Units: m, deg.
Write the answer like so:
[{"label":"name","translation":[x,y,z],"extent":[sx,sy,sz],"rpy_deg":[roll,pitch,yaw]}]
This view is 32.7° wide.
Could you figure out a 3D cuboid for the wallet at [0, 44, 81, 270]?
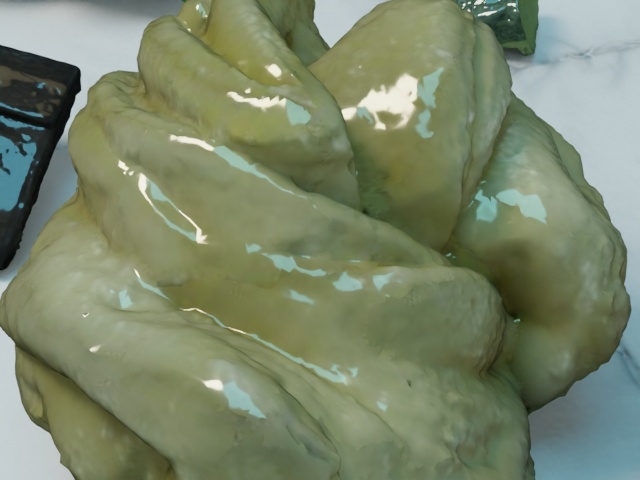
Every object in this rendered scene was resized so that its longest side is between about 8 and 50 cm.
[{"label":"wallet","translation":[-0.340,-0.098,0.743],"extent":[0.321,0.044,0.170],"rpy_deg":[17,62,-6]}]

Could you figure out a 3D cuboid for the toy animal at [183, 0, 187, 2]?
[{"label":"toy animal","translation":[-0.192,-0.305,0.963],"extent":[0.363,0.180,0.181],"rpy_deg":[13,50,19]}]

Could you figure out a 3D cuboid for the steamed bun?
[{"label":"steamed bun","translation":[-0.002,-0.004,0.583],"extent":[0.325,0.230,0.372],"rpy_deg":[25,46,24]}]

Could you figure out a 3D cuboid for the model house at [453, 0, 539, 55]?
[{"label":"model house","translation":[0.136,-0.189,0.913],"extent":[0.083,0.066,0.079],"rpy_deg":[-7,49,23]}]
